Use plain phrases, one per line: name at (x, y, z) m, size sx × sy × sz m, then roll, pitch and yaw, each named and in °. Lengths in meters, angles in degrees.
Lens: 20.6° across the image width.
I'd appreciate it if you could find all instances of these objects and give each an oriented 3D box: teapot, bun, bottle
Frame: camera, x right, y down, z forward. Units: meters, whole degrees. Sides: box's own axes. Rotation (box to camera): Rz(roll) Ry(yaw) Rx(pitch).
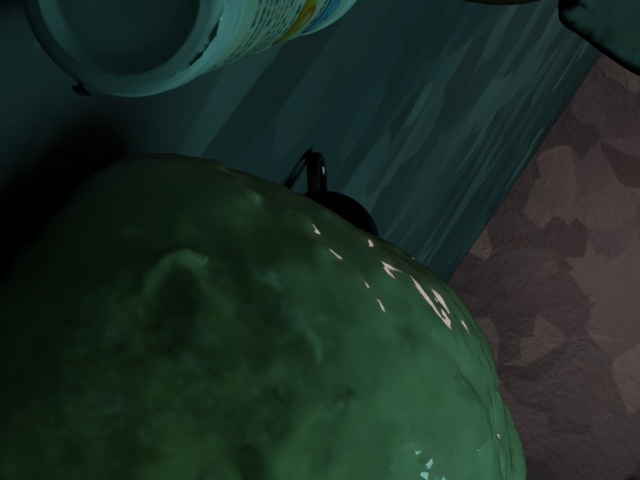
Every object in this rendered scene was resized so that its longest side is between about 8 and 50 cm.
teapot at (0.000, 0.000, 0.992) m, size 0.045 × 0.067 × 0.100 m, roll -34°, pitch 122°, yaw -79°
bun at (-0.049, 0.144, 0.648) m, size 0.352 × 0.227 × 0.349 m, roll -62°, pitch 169°, yaw 24°
bottle at (-0.018, -0.086, 0.533) m, size 0.060 × 0.060 × 0.217 m, roll -60°, pitch 171°, yaw 20°

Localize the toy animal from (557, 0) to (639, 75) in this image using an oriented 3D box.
toy animal at (0.326, -0.275, 1.348) m, size 0.310 × 0.251 × 0.251 m, roll -49°, pitch 169°, yaw -43°

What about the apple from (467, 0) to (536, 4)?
apple at (0.048, -0.146, 0.483) m, size 0.153 × 0.120 × 0.153 m, roll -58°, pitch 166°, yaw -23°
